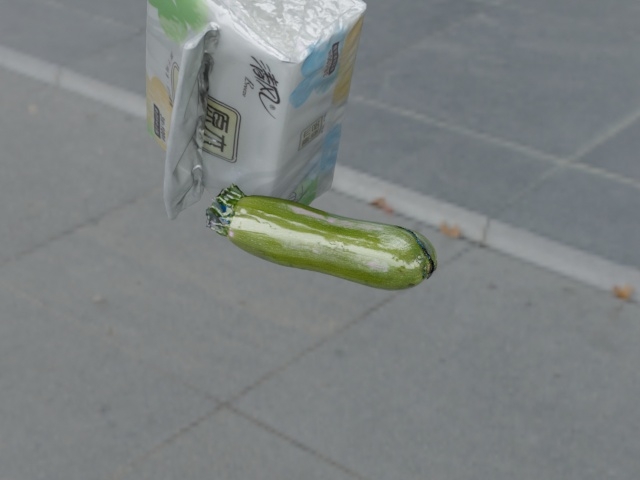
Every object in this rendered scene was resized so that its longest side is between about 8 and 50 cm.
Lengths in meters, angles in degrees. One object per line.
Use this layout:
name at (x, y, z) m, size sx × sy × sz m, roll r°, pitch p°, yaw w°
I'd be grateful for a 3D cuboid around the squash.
squash at (0.000, 0.000, 0.987) m, size 0.183 × 0.052 × 0.052 m, roll 14°, pitch 34°, yaw 17°

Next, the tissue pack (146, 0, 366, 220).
tissue pack at (-0.076, -0.118, 1.034) m, size 0.159 × 0.229 × 0.145 m, roll 42°, pitch 61°, yaw 18°
